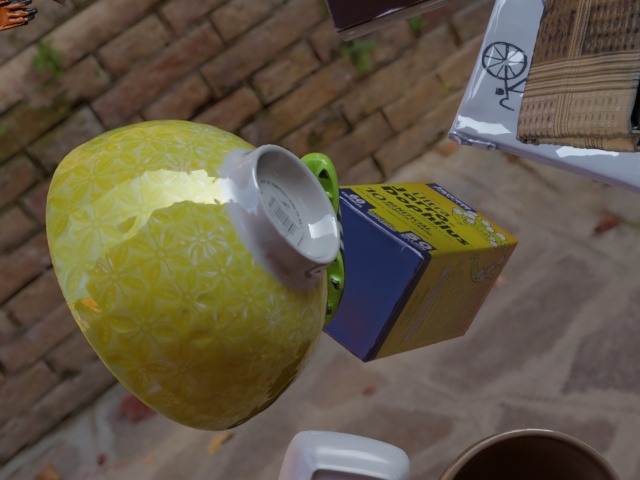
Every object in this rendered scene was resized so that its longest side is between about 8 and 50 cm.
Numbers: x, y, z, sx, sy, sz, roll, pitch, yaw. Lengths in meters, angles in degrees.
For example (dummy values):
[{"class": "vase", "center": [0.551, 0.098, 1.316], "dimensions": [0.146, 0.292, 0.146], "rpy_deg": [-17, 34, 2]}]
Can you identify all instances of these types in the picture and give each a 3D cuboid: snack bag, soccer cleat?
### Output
[{"class": "snack bag", "center": [0.378, -0.234, 1.955], "dimensions": [0.323, 0.037, 0.342], "rpy_deg": [18, 70, 8]}, {"class": "soccer cleat", "center": [0.000, 0.000, 1.413], "dimensions": [0.060, 0.178, 0.072], "rpy_deg": [2, 8, 10]}]

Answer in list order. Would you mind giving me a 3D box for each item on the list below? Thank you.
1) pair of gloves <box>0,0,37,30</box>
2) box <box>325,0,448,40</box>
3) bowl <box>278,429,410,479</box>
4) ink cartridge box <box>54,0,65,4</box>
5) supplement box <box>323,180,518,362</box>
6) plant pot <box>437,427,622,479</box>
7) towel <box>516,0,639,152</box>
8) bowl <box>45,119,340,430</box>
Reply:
[{"class": "pair of gloves", "center": [-0.320, -0.248, 1.385], "dimensions": [0.074, 0.083, 0.010], "rpy_deg": [-8, -4, -10]}, {"class": "box", "center": [0.060, -0.537, 2.276], "dimensions": [0.191, 0.381, 0.143], "rpy_deg": [-18, -3, 7]}, {"class": "bowl", "center": [0.024, 0.282, 1.508], "dimensions": [0.142, 0.142, 0.053], "rpy_deg": [11, 8, -9]}, {"class": "ink cartridge box", "center": [-0.371, -0.398, 1.733], "dimensions": [0.176, 0.127, 0.128], "rpy_deg": [38, 100, 37]}, {"class": "supplement box", "center": [0.127, 0.039, 2.210], "dimensions": [0.194, 0.356, 0.195], "rpy_deg": [37, 110, 23]}, {"class": "plant pot", "center": [0.220, 0.326, 1.561], "dimensions": [0.237, 0.237, 0.110], "rpy_deg": [-39, 2, -11]}, {"class": "towel", "center": [0.327, -0.255, 1.581], "dimensions": [0.324, 0.056, 0.312], "rpy_deg": [-164, 86, -76]}, {"class": "bowl", "center": [-0.077, 0.004, 1.209], "dimensions": [0.156, 0.289, 0.289], "rpy_deg": [-29, 28, 27]}]
